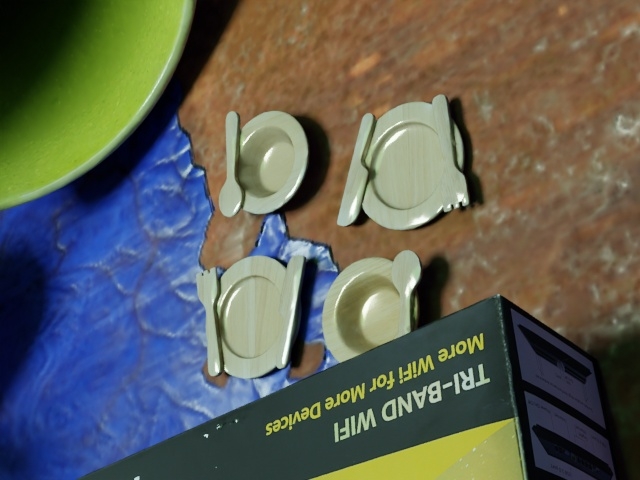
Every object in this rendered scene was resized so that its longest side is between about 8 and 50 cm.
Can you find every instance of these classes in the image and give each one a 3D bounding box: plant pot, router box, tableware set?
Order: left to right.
[{"bbox_3d":[-0.246,-0.200,0.735,0.274,0.275,0.293,-56,36,14],"label":"plant pot"},{"bbox_3d":[-0.017,0.193,0.509,0.309,0.081,0.242,-28,49,31],"label":"router box"},{"bbox_3d":[0.000,0.000,0.615,0.169,0.020,0.141,-2,77,39],"label":"tableware set"}]
